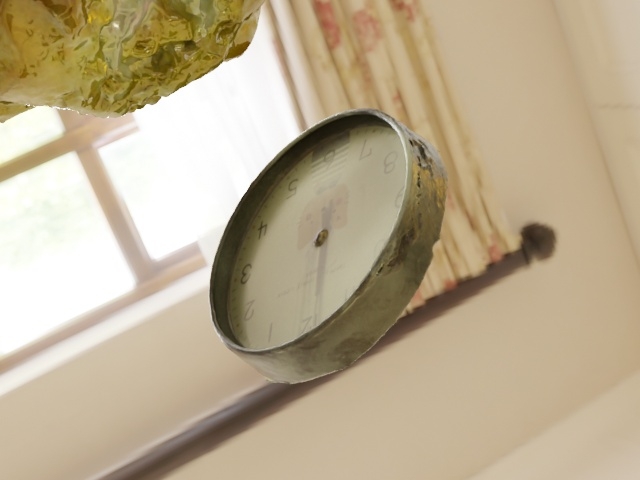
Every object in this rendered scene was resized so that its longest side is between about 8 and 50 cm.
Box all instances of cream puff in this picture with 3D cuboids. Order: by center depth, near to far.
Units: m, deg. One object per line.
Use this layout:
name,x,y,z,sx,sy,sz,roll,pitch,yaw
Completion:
cream puff,-0.163,-0.198,0.795,0.185,0.282,0.282,-20,-168,48

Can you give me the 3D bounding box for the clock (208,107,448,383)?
clock,0.000,0.000,0.965,0.226,0.049,0.226,-33,-143,30
